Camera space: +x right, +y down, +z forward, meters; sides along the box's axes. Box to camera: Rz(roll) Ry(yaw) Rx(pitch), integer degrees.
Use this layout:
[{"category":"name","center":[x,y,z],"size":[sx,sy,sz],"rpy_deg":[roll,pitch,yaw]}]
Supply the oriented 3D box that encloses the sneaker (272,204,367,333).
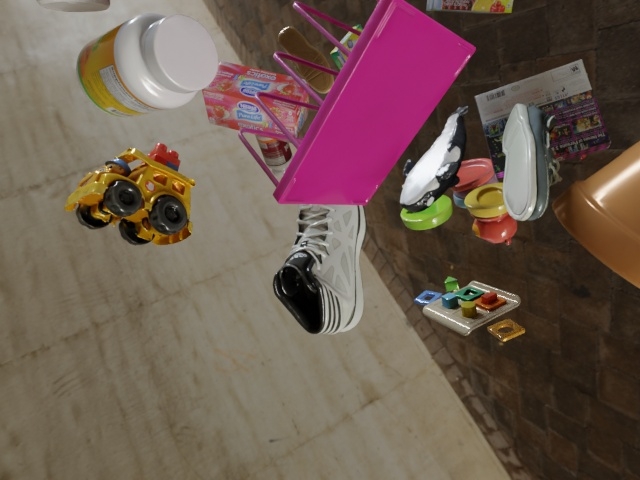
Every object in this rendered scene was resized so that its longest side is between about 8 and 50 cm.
[{"category":"sneaker","center":[0.001,0.000,0.990],"size":[0.257,0.169,0.447],"rpy_deg":[12,-109,-69]}]

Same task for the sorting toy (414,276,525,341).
[{"category":"sorting toy","center":[0.403,0.167,1.147],"size":[0.348,0.196,0.047],"rpy_deg":[22,133,63]}]

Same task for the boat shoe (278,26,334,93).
[{"category":"boat shoe","center":[-0.024,-0.384,0.917],"size":[0.170,0.063,0.059],"rpy_deg":[56,-170,8]}]

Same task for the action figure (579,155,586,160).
[{"category":"action figure","center":[0.641,-0.257,1.105],"size":[0.115,0.030,0.038],"rpy_deg":[53,-178,21]}]

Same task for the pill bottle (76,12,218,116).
[{"category":"pill bottle","center":[-0.276,-0.276,0.677],"size":[0.246,0.136,0.136],"rpy_deg":[8,122,42]}]

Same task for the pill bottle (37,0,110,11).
[{"category":"pill bottle","center":[-0.438,-0.510,0.717],"size":[0.118,0.118,0.208],"rpy_deg":[33,130,58]}]

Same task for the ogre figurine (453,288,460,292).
[{"category":"ogre figurine","center":[0.536,0.240,1.597],"size":[0.118,0.197,0.096],"rpy_deg":[61,-151,-51]}]

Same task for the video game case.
[{"category":"video game case","center":[0.493,-0.272,0.963],"size":[0.042,0.232,0.210],"rpy_deg":[24,-125,-62]}]

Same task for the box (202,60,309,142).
[{"category":"box","center":[-0.168,-0.372,1.143],"size":[0.257,0.128,0.122],"rpy_deg":[15,149,6]}]

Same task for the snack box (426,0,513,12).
[{"category":"snack box","center":[0.359,-0.629,0.988],"size":[0.070,0.207,0.174],"rpy_deg":[-134,41,-57]}]

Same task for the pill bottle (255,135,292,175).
[{"category":"pill bottle","center":[-0.132,-0.267,1.250],"size":[0.086,0.086,0.152],"rpy_deg":[50,165,39]}]

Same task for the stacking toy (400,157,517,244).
[{"category":"stacking toy","center":[0.368,-0.085,1.142],"size":[0.309,0.280,0.130],"rpy_deg":[-76,-35,-58]}]

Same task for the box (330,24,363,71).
[{"category":"box","center":[0.118,-0.662,1.474],"size":[0.043,0.179,0.105],"rpy_deg":[5,144,48]}]

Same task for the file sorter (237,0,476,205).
[{"category":"file sorter","center":[0.032,-0.221,0.635],"size":[0.182,0.202,0.290],"rpy_deg":[52,125,28]}]

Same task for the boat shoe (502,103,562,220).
[{"category":"boat shoe","center":[0.407,-0.152,0.792],"size":[0.116,0.099,0.319],"rpy_deg":[98,-171,-47]}]

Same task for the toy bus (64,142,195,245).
[{"category":"toy bus","center":[-0.373,-0.114,0.876],"size":[0.150,0.220,0.211],"rpy_deg":[-12,64,36]}]

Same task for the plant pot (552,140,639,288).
[{"category":"plant pot","center":[0.603,-0.055,0.743],"size":[0.291,0.291,0.203],"rpy_deg":[54,129,33]}]

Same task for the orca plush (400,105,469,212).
[{"category":"orca plush","center":[0.288,-0.174,1.010],"size":[0.151,0.287,0.102],"rpy_deg":[-9,141,47]}]
